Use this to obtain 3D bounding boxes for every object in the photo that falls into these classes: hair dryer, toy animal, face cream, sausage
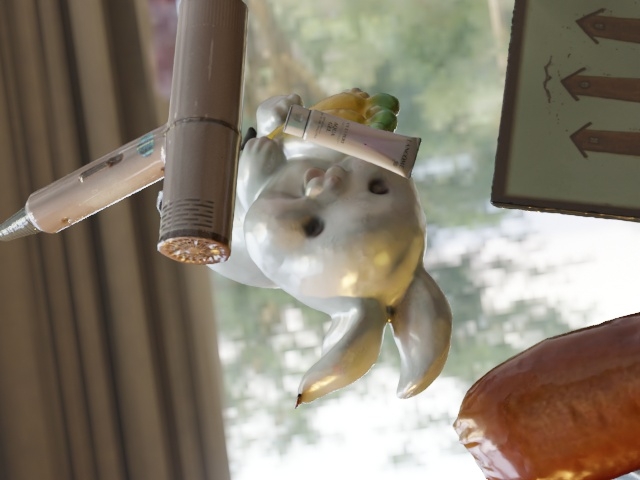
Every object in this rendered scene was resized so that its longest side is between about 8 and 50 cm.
[{"bbox_3d":[-0.146,-0.065,1.404,0.220,0.195,0.053,-14,152,37],"label":"hair dryer"},{"bbox_3d":[-0.003,-0.005,1.773,0.182,0.247,0.310,-16,-156,-29],"label":"toy animal"},{"bbox_3d":[0.027,-0.085,1.601,0.115,0.038,0.020,18,162,-5],"label":"face cream"},{"bbox_3d":[0.223,0.074,1.105,0.300,0.089,0.083,-17,-178,12],"label":"sausage"}]

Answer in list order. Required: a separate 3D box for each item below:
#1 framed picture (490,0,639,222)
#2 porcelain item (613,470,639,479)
[{"bbox_3d":[0.308,-0.117,1.533,0.323,0.244,0.013,6,154,7],"label":"framed picture"},{"bbox_3d":[0.277,0.274,1.734,0.147,0.147,0.114,-7,161,33],"label":"porcelain item"}]
